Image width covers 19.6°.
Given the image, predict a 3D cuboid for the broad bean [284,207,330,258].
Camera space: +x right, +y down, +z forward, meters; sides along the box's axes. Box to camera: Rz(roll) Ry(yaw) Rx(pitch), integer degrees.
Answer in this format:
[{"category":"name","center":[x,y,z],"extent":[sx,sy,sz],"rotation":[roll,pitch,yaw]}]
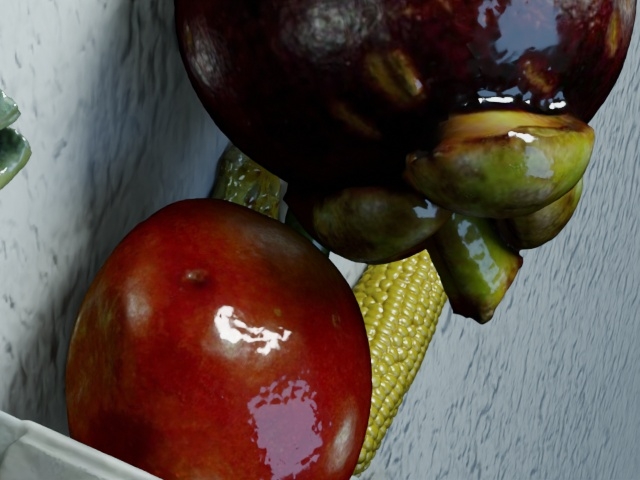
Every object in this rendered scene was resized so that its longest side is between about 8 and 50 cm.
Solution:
[{"category":"broad bean","center":[0.000,0.000,1.493],"extent":[0.144,0.049,0.292],"rotation":[47,64,-75]}]

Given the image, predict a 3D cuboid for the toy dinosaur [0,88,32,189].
[{"category":"toy dinosaur","center":[-0.222,-0.016,0.987],"extent":[0.147,0.076,0.363],"rotation":[-51,144,-22]}]

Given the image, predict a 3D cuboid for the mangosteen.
[{"category":"mangosteen","center":[0.063,-0.119,1.192],"extent":[0.307,0.307,0.347],"rotation":[20,58,-66]}]

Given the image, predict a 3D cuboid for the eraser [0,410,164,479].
[{"category":"eraser","center":[-0.085,0.251,1.085],"extent":[0.082,0.397,0.213],"rotation":[20,91,-66]}]

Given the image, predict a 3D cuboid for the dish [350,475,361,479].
[{"category":"dish","center":[-0.016,0.261,1.543],"extent":[0.141,0.078,0.141],"rotation":[-18,154,-9]}]

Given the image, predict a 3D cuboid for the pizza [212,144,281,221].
[{"category":"pizza","center":[-0.060,-0.014,1.389],"extent":[0.108,0.026,0.123],"rotation":[-55,153,-25]}]

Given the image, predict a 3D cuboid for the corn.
[{"category":"corn","center":[0.042,0.102,1.618],"extent":[0.091,0.091,0.260],"rotation":[51,56,-38]}]

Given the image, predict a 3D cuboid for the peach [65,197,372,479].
[{"category":"peach","center":[-0.070,0.097,1.221],"extent":[0.243,0.199,0.243],"rotation":[-3,90,-74]}]
